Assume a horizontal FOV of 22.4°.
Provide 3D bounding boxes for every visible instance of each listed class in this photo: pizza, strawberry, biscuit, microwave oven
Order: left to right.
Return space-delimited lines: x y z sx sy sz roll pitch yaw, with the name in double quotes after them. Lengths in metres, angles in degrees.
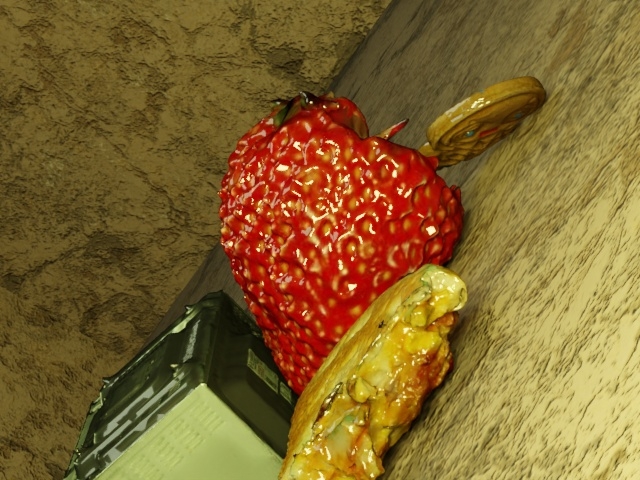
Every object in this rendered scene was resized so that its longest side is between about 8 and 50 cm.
-0.135 0.203 1.651 0.237 0.181 0.295 -43 11 11 "microwave oven"
0.004 0.003 1.546 0.258 0.261 0.261 -53 7 -9 "strawberry"
0.038 0.137 1.342 0.229 0.081 0.289 -57 5 -38 "pizza"
0.154 -0.109 1.551 0.124 0.026 0.175 -21 -13 -17 "biscuit"
